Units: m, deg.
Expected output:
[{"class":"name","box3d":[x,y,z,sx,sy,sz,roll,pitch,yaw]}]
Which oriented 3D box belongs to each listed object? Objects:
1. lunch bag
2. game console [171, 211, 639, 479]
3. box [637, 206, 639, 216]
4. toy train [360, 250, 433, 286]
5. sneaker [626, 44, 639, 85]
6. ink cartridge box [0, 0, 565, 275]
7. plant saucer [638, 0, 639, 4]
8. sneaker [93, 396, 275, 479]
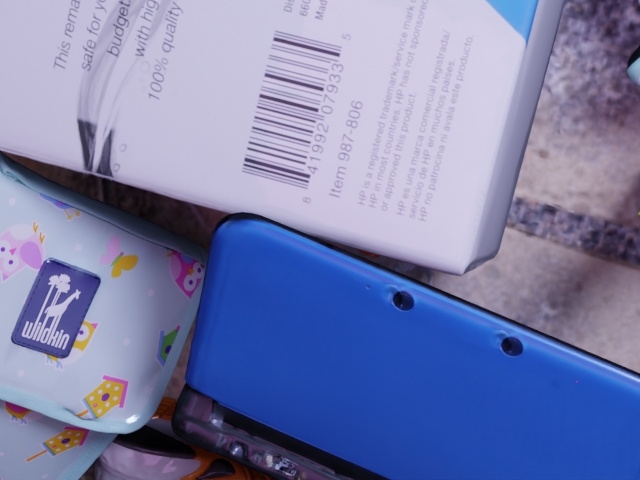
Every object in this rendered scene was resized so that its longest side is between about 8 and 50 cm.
[{"class":"lunch bag","box3d":[-0.227,0.059,1.081,0.223,0.160,0.262,25,125,-36]},{"class":"game console","box3d":[0.072,0.096,1.016,0.293,0.250,0.173,23,101,9]},{"class":"box","box3d":[0.236,-0.038,0.965,0.054,0.169,0.059,40,111,3]},{"class":"toy train","box3d":[0.000,0.000,1.113,0.166,0.046,0.125,-8,103,21]},{"class":"sneaker","box3d":[0.241,-0.117,0.958,0.069,0.038,0.098,38,125,-7]},{"class":"ink cartridge box","box3d":[-0.052,-0.169,0.993,0.395,0.166,0.285,16,96,12]},{"class":"plant saucer","box3d":[0.337,-0.210,0.938,0.317,0.044,0.317,4,113,10]},{"class":"sneaker","box3d":[-0.052,0.210,1.164,0.262,0.099,0.121,20,117,18]}]
